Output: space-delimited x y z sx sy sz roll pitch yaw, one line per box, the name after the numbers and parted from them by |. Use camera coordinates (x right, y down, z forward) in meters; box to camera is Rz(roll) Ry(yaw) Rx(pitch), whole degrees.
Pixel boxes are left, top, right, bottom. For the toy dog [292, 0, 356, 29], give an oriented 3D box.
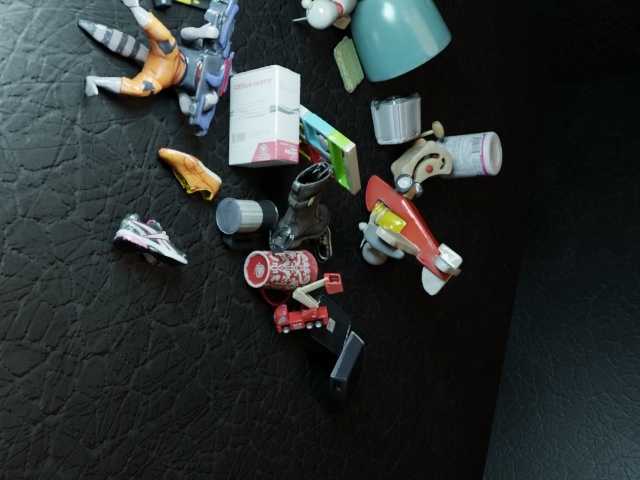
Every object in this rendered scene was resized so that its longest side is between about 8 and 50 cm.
0.014 -0.675 1.604 0.220 0.161 0.334 -55 -179 14 | toy dog

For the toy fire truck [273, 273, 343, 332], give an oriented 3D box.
-0.033 0.162 1.514 0.047 0.192 0.135 -97 177 -59 | toy fire truck

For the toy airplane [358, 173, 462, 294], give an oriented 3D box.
0.267 0.011 1.877 0.386 0.272 0.384 49 19 -26 | toy airplane

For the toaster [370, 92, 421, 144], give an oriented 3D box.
0.256 -0.409 1.978 0.227 0.129 0.147 -30 117 -52 | toaster

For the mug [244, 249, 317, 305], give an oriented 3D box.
-0.103 0.094 1.497 0.169 0.113 0.150 7 83 -51 | mug

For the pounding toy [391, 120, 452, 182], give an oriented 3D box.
0.363 -0.287 2.116 0.269 0.155 0.154 -45 120 -6 | pounding toy

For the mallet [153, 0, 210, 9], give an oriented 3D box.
-0.297 -0.537 1.290 0.189 0.039 0.062 -28 110 -56 | mallet

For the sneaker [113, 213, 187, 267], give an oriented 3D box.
-0.337 -0.001 1.205 0.178 0.072 0.077 41 47 -53 | sneaker

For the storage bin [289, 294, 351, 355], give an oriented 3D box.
0.000 0.239 1.661 0.180 0.084 0.122 44 56 -46 | storage bin

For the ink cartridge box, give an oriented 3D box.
-0.135 -0.290 1.405 0.092 0.158 0.218 -1 91 -53 | ink cartridge box

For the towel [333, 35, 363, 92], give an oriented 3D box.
0.088 -0.548 1.828 0.110 0.027 0.148 -54 130 -40 | towel

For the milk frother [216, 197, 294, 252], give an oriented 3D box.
-0.152 -0.034 1.399 0.134 0.143 0.129 -3 97 -54 | milk frother

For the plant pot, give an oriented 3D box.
0.225 -0.671 1.811 0.235 0.293 0.293 59 46 -27 | plant pot

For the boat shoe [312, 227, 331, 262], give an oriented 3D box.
0.002 0.000 1.691 0.042 0.048 0.133 -46 131 -54 | boat shoe

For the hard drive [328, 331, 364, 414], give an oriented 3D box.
0.076 0.396 1.708 0.255 0.054 0.172 90 24 -51 | hard drive

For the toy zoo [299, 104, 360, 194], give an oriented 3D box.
-0.018 -0.254 1.490 0.030 0.293 0.192 -43 154 -14 | toy zoo

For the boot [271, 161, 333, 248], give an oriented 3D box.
-0.018 -0.104 1.520 0.263 0.091 0.229 -38 158 -52 | boot

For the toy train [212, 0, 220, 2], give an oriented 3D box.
-0.248 -0.568 1.369 0.083 0.017 0.024 51 61 -42 | toy train

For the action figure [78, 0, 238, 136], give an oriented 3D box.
-0.289 -0.402 1.185 0.330 0.178 0.341 -2 117 -59 | action figure

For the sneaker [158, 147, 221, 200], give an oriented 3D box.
-0.285 -0.143 1.282 0.175 0.064 0.067 38 70 -45 | sneaker

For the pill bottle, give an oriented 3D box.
0.523 -0.316 2.216 0.160 0.283 0.161 -1 91 -54 | pill bottle
